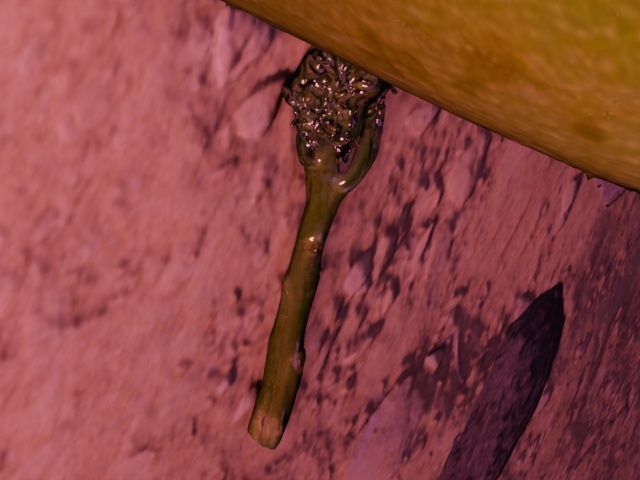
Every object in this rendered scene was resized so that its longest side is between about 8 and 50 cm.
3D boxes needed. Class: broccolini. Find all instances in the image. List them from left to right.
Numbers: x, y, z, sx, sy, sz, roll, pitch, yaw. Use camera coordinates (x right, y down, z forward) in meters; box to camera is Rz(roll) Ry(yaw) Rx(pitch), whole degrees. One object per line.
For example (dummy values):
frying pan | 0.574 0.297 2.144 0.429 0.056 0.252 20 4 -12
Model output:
broccolini | 0.002 0.004 0.704 0.071 0.057 0.254 2 118 -14

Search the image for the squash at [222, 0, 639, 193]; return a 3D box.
squash | 0.089 -0.141 0.426 0.210 0.309 0.233 -6 119 -61
